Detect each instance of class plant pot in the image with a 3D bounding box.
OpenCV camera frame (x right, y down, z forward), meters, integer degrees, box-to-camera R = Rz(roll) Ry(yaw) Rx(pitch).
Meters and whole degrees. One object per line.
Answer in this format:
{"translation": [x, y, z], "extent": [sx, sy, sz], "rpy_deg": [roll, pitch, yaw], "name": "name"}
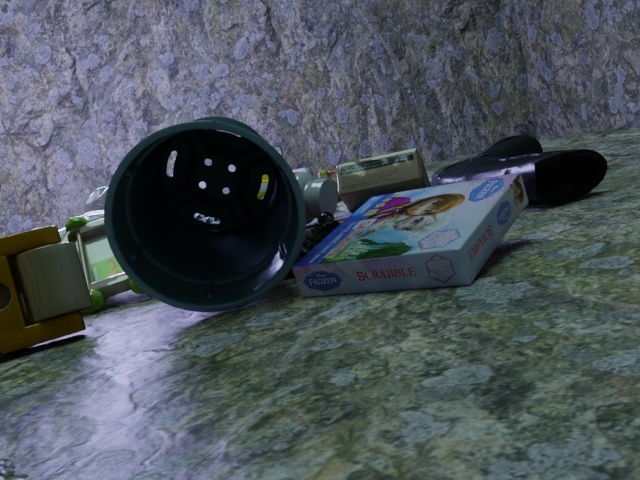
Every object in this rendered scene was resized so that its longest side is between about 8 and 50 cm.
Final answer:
{"translation": [-0.207, -0.084, 1.419], "extent": [0.341, 0.341, 0.334], "rpy_deg": [-13, 19, -1], "name": "plant pot"}

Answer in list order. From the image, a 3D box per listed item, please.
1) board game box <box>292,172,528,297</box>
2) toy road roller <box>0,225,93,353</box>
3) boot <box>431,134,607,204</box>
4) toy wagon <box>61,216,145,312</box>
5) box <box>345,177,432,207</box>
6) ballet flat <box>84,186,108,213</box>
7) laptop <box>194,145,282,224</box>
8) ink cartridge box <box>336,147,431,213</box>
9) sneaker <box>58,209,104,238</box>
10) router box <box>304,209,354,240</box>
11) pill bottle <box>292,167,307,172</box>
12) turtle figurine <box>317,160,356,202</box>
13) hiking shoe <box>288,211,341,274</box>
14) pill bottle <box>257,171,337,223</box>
{"translation": [0.162, -0.012, 1.303], "extent": [0.317, 0.066, 0.318], "rpy_deg": [-8, 21, 35], "name": "board game box"}
{"translation": [-0.611, 0.115, 1.424], "extent": [0.329, 0.203, 0.240], "rpy_deg": [-16, -3, -14], "name": "toy road roller"}
{"translation": [0.536, -0.187, 1.865], "extent": [0.367, 0.146, 0.445], "rpy_deg": [-26, 8, -20], "name": "boot"}
{"translation": [-0.449, 0.023, 1.720], "extent": [0.344, 0.068, 0.267], "rpy_deg": [-19, 48, -8], "name": "toy wagon"}
{"translation": [0.245, -0.160, 2.517], "extent": [0.232, 0.059, 0.322], "rpy_deg": [-16, 7, -22], "name": "box"}
{"translation": [-0.513, -0.055, 2.236], "extent": [0.147, 0.147, 0.409], "rpy_deg": [-8, -16, 30], "name": "ballet flat"}
{"translation": [-0.297, -0.109, 1.955], "extent": [0.381, 0.408, 0.236], "rpy_deg": [-14, -34, 9], "name": "laptop"}
{"translation": [0.161, -0.107, 1.738], "extent": [0.193, 0.088, 0.235], "rpy_deg": [-11, -27, 13], "name": "ink cartridge box"}
{"translation": [-0.622, 0.006, 1.841], "extent": [0.262, 0.099, 0.121], "rpy_deg": [-21, 16, -1], "name": "sneaker"}
{"translation": [-0.088, 0.012, 1.712], "extent": [0.335, 0.082, 0.301], "rpy_deg": [-14, 8, -10], "name": "router box"}
{"translation": [-0.200, -0.101, 2.274], "extent": [0.360, 0.204, 0.204], "rpy_deg": [-14, 8, -2], "name": "pill bottle"}
{"translation": [0.020, -0.120, 1.859], "extent": [0.217, 0.087, 0.269], "rpy_deg": [-16, -5, 17], "name": "turtle figurine"}
{"translation": [0.000, 0.000, 1.527], "extent": [0.226, 0.114, 0.086], "rpy_deg": [-13, 7, -4], "name": "hiking shoe"}
{"translation": [-0.073, -0.093, 1.646], "extent": [0.208, 0.118, 0.117], "rpy_deg": [1, 13, 28], "name": "pill bottle"}
